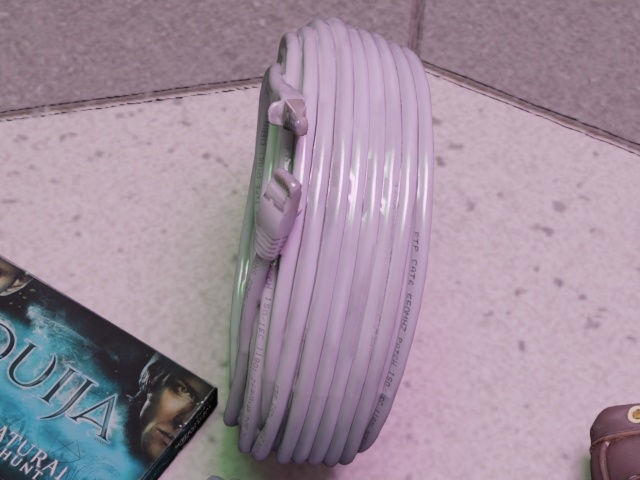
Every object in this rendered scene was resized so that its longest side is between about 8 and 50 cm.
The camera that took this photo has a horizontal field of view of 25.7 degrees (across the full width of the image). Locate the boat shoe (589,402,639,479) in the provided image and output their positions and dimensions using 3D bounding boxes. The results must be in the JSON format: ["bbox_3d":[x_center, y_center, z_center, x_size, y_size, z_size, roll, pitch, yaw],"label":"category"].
[{"bbox_3d":[0.320,0.137,0.817,0.324,0.117,0.097,-4,57,1],"label":"boat shoe"}]

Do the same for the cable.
[{"bbox_3d":[0.000,0.000,0.810,0.089,0.257,0.257,7,32,-5],"label":"cable"}]

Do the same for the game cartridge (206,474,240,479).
[{"bbox_3d":[-0.005,0.248,0.705,0.297,0.062,0.198,22,56,33],"label":"game cartridge"}]

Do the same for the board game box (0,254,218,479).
[{"bbox_3d":[-0.174,0.094,0.869,0.186,0.026,0.126,29,58,17],"label":"board game box"}]
